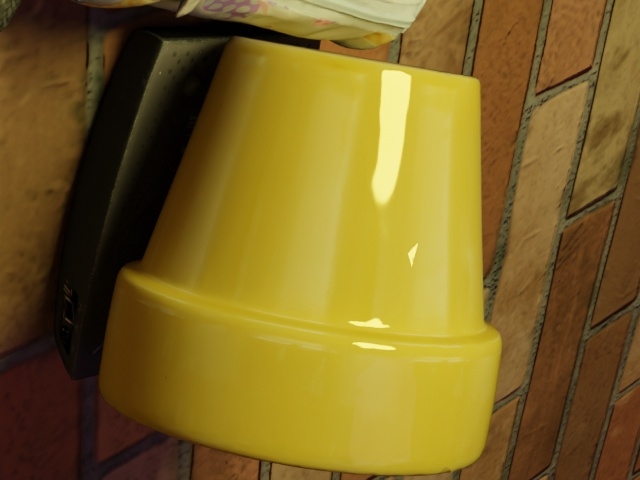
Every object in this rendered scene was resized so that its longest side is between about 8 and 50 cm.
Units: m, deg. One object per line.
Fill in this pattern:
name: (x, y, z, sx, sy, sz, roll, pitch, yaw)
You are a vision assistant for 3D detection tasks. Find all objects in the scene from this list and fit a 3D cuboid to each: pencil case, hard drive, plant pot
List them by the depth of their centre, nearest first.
pencil case: (-0.044, -0.185, 1.027, 0.273, 0.124, 0.113, -1, 118, -54)
plant pot: (0.000, 0.000, 1.057, 0.254, 0.254, 0.239, 0, 102, -53)
hard drive: (-0.098, -0.033, 1.155, 0.172, 0.054, 0.254, -11, 126, -48)

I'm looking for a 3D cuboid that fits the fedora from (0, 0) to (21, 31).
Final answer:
fedora: (-0.241, -0.166, 0.757, 0.334, 0.152, 0.334, -33, 141, -32)
